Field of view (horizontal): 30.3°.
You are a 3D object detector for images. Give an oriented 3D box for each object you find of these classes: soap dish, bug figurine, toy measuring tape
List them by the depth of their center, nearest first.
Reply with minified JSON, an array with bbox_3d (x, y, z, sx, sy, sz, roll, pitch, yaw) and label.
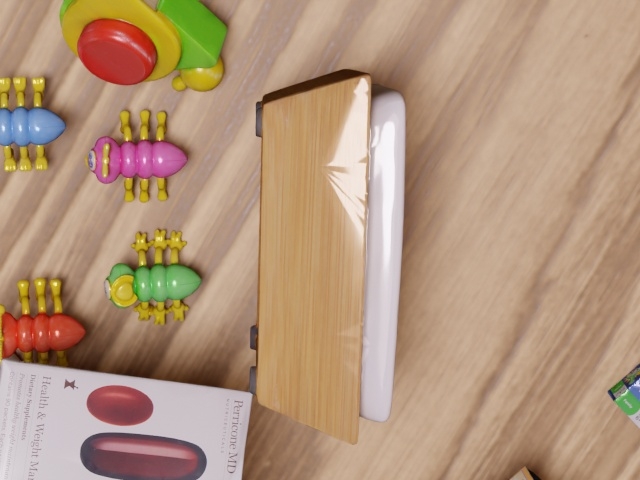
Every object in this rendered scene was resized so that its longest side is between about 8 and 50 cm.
[{"bbox_3d":[-0.209,-0.229,1.005,0.121,0.121,0.330,-44,127,8],"label":"toy measuring tape"},{"bbox_3d":[0.000,0.000,1.011,0.118,0.229,0.291,1,100,-4],"label":"soap dish"},{"bbox_3d":[-0.223,-0.013,1.080,0.216,0.072,0.279,-6,100,-11],"label":"bug figurine"}]

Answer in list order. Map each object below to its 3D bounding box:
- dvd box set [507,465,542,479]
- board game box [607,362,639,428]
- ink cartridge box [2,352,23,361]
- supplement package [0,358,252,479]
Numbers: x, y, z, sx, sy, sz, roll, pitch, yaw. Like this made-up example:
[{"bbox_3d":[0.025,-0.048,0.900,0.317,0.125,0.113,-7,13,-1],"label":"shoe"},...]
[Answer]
[{"bbox_3d":[0.140,0.448,1.127,0.420,0.062,0.307,-43,113,8],"label":"dvd box set"},{"bbox_3d":[0.393,0.174,1.125,0.136,0.035,0.201,-44,95,8],"label":"board game box"},{"bbox_3d":[-0.373,0.260,1.122,0.306,0.131,0.226,-40,96,8],"label":"ink cartridge box"},{"bbox_3d":[-0.180,0.211,0.985,0.203,0.149,0.194,9,78,-15],"label":"supplement package"}]
